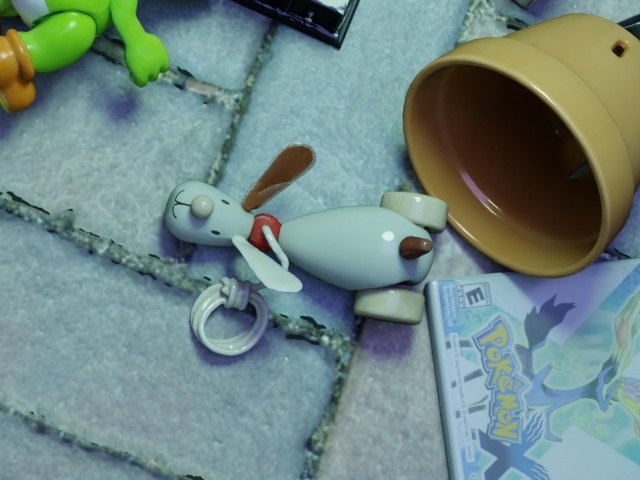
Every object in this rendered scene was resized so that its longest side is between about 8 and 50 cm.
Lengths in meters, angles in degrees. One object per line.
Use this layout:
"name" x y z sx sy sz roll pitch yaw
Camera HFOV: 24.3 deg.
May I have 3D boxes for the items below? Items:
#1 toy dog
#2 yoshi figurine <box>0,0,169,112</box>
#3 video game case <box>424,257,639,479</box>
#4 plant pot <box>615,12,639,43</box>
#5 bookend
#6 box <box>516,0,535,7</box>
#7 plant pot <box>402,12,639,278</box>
"toy dog" 0.000 0.000 1.690 0.333 0.161 0.220 -8 82 -12
"yoshi figurine" -0.233 -0.292 1.706 0.362 0.203 0.204 -31 113 -2
"video game case" 0.291 0.195 1.775 0.299 0.036 0.329 -6 81 -11
"plant pot" 0.445 -0.207 1.804 0.187 0.188 0.167 -24 95 -13
"bookend" -0.020 -0.309 1.742 0.157 0.156 0.072 23 77 -7
"box" 0.316 -0.454 1.835 0.121 0.148 0.311 38 75 -1
"plant pot" 0.270 -0.129 1.717 0.203 0.291 0.291 -37 89 -30
